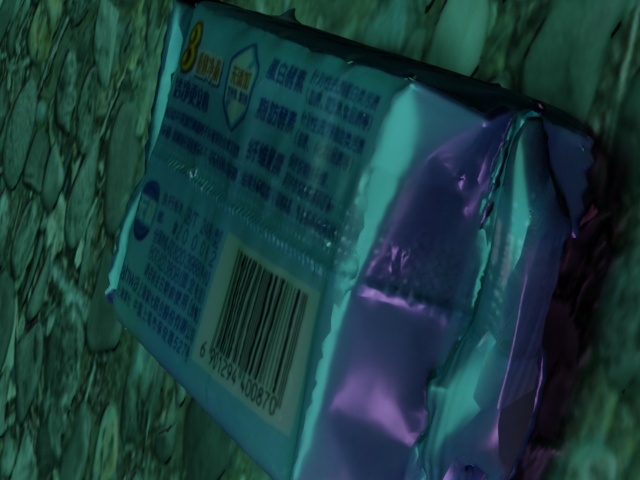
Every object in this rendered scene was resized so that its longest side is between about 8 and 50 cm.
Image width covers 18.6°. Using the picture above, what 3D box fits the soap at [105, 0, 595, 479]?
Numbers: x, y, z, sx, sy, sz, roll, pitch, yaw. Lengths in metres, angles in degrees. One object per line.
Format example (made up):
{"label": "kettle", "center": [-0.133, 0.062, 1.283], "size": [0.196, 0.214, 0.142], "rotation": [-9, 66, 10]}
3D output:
{"label": "soap", "center": [0.000, 0.000, 0.718], "size": [0.293, 0.077, 0.156], "rotation": [35, 111, 65]}
